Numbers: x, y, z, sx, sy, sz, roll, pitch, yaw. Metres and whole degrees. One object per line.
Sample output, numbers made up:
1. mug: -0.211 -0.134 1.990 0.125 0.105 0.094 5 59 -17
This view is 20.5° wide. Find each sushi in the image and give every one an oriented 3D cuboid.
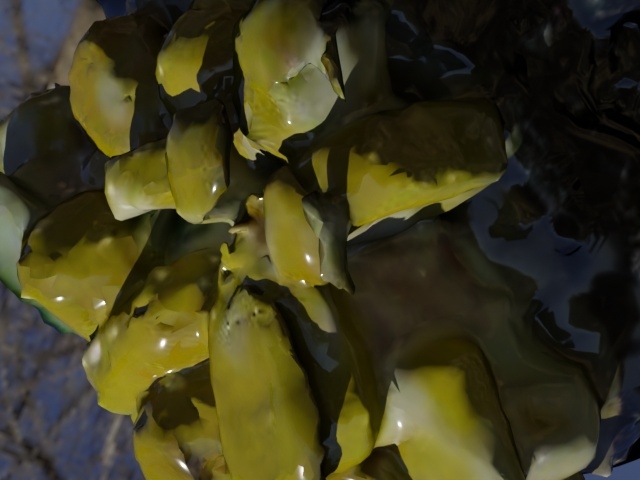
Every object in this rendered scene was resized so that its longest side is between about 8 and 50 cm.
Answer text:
1. sushi: 0.000 0.000 0.765 0.328 0.328 0.285 14 -131 44
